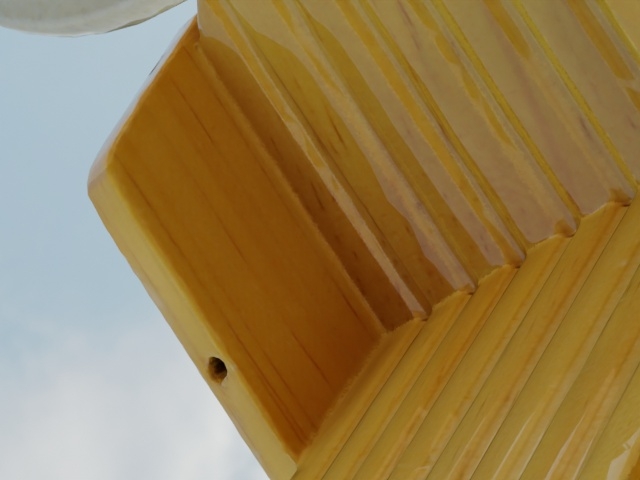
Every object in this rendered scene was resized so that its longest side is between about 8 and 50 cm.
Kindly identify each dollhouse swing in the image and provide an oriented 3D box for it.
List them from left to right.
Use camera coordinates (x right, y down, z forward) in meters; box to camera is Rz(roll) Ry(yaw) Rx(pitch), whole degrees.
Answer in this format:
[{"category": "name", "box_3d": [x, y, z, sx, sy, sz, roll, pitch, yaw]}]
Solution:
[{"category": "dollhouse swing", "box_3d": [0.000, 0.000, 0.652, 0.305, 0.347, 0.315, -33, -90, -40]}]

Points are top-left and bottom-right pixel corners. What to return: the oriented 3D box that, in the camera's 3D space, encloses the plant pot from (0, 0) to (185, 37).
[{"category": "plant pot", "box_3d": [-0.162, -0.248, 0.431, 0.305, 0.334, 0.334, 10, -149, -45]}]
